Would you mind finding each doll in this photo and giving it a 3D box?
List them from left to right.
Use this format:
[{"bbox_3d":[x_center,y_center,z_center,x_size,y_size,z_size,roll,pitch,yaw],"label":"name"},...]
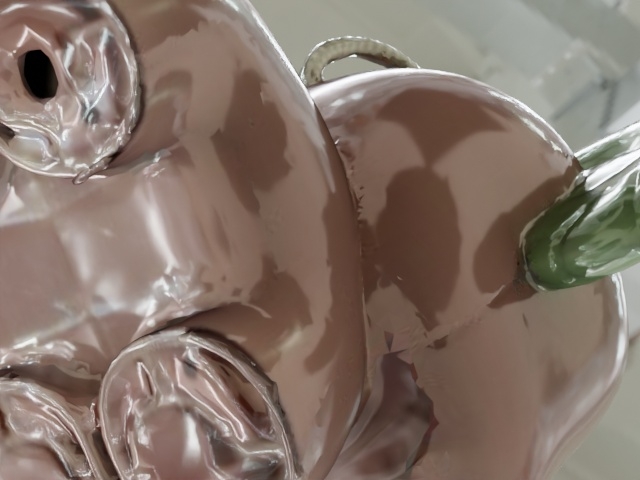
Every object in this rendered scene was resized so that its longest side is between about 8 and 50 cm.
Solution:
[{"bbox_3d":[0.000,0.000,0.567,0.268,0.284,0.216,-30,-78,-55],"label":"doll"}]
